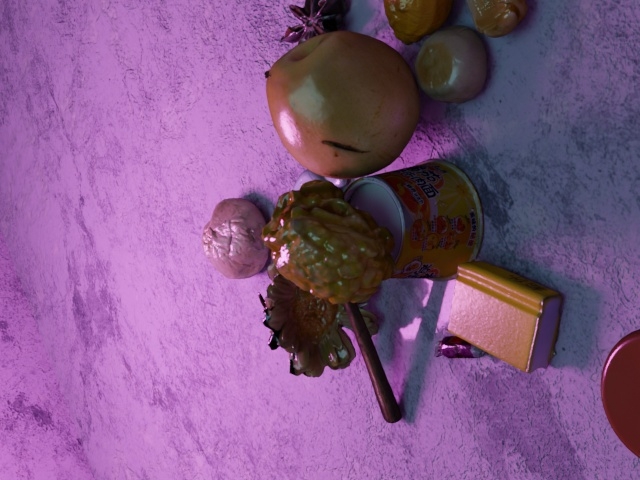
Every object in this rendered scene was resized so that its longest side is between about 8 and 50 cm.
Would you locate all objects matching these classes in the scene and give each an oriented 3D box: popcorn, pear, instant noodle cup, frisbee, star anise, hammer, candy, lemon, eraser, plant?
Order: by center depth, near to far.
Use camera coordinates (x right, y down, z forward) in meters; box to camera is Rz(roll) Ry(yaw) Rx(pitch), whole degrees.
[{"bbox_3d":[0.584,0.271,1.599,0.251,0.021,0.250,12,106,48],"label":"frisbee"},{"bbox_3d":[0.000,0.000,1.789,0.286,0.225,0.173,48,124,34],"label":"popcorn"},{"bbox_3d":[0.354,0.142,1.818,0.226,0.069,0.158,27,114,45],"label":"eraser"},{"bbox_3d":[0.193,-0.478,1.863,0.142,0.142,0.187,34,124,42],"label":"lemon"},{"bbox_3d":[0.045,-0.280,1.911,0.309,0.309,0.309,10,103,49],"label":"pear"},{"bbox_3d":[0.171,-0.034,1.912,0.264,0.200,0.264,8,100,49],"label":"instant noodle cup"},{"bbox_3d":[0.290,0.218,1.931,0.175,0.045,0.043,-9,122,49],"label":"candy"},{"bbox_3d":[0.090,0.212,2.035,0.168,0.044,0.440,-125,13,-69],"label":"hammer"},{"bbox_3d":[0.006,-0.479,2.130,0.209,0.089,0.231,-48,59,33],"label":"star anise"},{"bbox_3d":[-0.040,0.139,2.149,0.297,0.261,0.306,39,113,40],"label":"plant"}]

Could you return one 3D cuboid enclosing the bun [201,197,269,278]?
[{"bbox_3d":[-0.233,-0.008,2.457,0.220,0.134,0.220,12,106,50],"label":"bun"}]

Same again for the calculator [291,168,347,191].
[{"bbox_3d":[-0.016,-0.065,2.256,0.184,0.042,0.295,52,133,32],"label":"calculator"}]

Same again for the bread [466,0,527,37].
[{"bbox_3d":[0.323,-0.465,1.750,0.119,0.084,0.177,-26,76,51],"label":"bread"}]

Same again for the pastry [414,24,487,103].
[{"bbox_3d":[0.256,-0.345,1.849,0.156,0.092,0.156,3,94,44],"label":"pastry"}]
